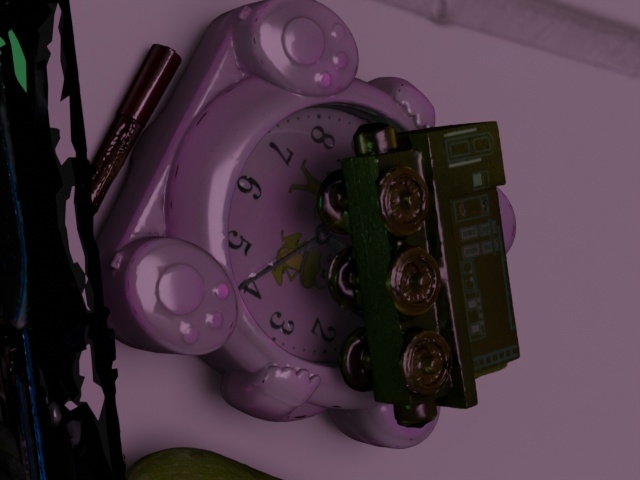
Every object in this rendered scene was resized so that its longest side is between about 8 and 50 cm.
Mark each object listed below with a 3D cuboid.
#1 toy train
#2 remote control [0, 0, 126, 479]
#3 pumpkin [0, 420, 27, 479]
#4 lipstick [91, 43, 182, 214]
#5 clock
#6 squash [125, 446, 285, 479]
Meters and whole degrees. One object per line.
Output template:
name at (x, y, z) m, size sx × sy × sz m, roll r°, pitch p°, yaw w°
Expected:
toy train at (0.079, 0.020, 0.987) m, size 0.137 × 0.090 × 0.225 m, roll -13°, pitch 99°, yaw -37°
remote control at (-0.196, 0.027, 0.912) m, size 0.062 × 0.145 × 0.398 m, roll -10°, pitch 98°, yaw -31°
pumpkin at (-0.304, 0.161, 0.815) m, size 0.250 × 0.216 × 0.249 m, roll 39°, pitch 41°, yaw -45°
lipstick at (-0.155, -0.069, 1.004) m, size 0.027 × 0.027 × 0.176 m, roll 33°, pitch 74°, yaw -28°
clock at (0.000, 0.000, 1.051) m, size 0.322 × 0.113 × 0.295 m, roll 34°, pitch 72°, yaw -29°
squash at (-0.005, 0.262, 1.047) m, size 0.371 × 0.118 × 0.118 m, roll 32°, pitch 74°, yaw -31°
